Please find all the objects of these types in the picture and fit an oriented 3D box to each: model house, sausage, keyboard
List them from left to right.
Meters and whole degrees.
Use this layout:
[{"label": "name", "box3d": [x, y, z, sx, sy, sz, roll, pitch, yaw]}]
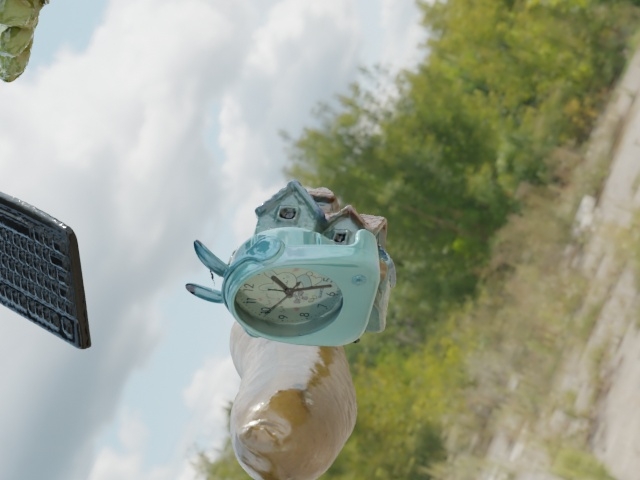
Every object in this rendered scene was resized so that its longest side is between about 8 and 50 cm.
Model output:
[{"label": "keyboard", "box3d": [-0.219, 0.017, 0.910, 0.041, 0.381, 0.103, -22, -64, -42]}, {"label": "sausage", "box3d": [-0.030, 0.155, 1.291, 0.501, 0.136, 0.123, -112, 45, -79]}, {"label": "model house", "box3d": [0.000, 0.000, 1.111, 0.119, 0.148, 0.149, 73, -154, -57]}]

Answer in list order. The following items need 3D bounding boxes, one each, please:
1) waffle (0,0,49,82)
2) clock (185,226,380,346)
[{"label": "waffle", "box3d": [-0.284, -0.301, 1.060, 0.297, 0.073, 0.317, 176, 85, -76]}, {"label": "clock", "box3d": [-0.031, 0.033, 0.933, 0.108, 0.147, 0.045, 103, 169, -45]}]
